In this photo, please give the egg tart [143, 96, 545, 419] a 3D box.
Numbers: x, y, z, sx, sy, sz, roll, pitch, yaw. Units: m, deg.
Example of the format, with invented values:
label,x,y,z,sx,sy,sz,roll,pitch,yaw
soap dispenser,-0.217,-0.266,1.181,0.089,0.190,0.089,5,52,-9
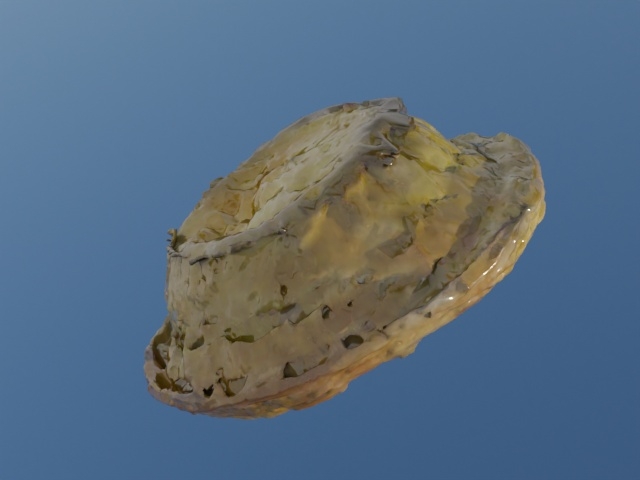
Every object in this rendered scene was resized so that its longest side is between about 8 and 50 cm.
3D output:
label,x,y,z,sx,sy,sz,roll,pitch,yaw
egg tart,0.000,0.000,0.548,0.191,0.074,0.191,-28,-159,12
